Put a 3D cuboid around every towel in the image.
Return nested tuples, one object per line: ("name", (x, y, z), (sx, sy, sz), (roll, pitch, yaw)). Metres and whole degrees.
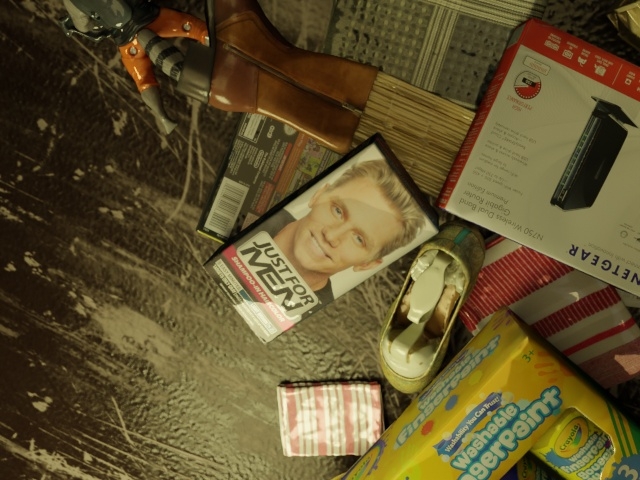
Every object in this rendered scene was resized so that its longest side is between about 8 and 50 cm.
("towel", (0.373, 0.128, 1.140), (0.237, 0.037, 0.329), (-33, 99, 18))
("towel", (0.165, -0.316, 1.093), (0.324, 0.056, 0.312), (18, 107, 2))
("towel", (0.018, 0.330, 1.262), (0.197, 0.029, 0.144), (-4, 101, 10))

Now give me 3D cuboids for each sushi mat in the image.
("sushi mat", (0.160, -0.160, 1.098), (0.316, 0.019, 0.151), (24, 108, 1))

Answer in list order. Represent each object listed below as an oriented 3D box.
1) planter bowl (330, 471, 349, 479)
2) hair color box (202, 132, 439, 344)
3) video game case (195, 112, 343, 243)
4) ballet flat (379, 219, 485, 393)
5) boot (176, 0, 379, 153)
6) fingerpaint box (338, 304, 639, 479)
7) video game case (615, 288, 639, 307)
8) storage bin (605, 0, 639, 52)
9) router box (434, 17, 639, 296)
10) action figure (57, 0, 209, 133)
("planter bowl", (0.085, 0.491, 1.251), (0.217, 0.090, 0.217), (0, 103, 2))
("hair color box", (0.000, 0.000, 1.108), (0.347, 0.105, 0.174), (-35, 99, 17))
("video game case", (-0.053, -0.088, 1.178), (0.248, 0.035, 0.275), (25, 104, 3))
("ballet flat", (0.162, 0.128, 1.114), (0.123, 0.123, 0.349), (21, 119, 4))
("boot", (-0.042, -0.295, 1.020), (0.280, 0.096, 0.264), (17, 83, -10))
("fingerpaint box", (0.292, 0.395, 1.094), (0.371, 0.163, 0.445), (40, 100, -7))
("video game case", (0.471, 0.005, 1.124), (0.183, 0.023, 0.201), (7, 104, 7))
("storage bin", (0.547, -0.279, 0.927), (0.260, 0.262, 0.123), (37, 107, -1))
("router box", (0.388, -0.118, 1.029), (0.335, 0.082, 0.301), (23, 95, -5))
("action figure", (-0.265, -0.387, 1.077), (0.341, 0.178, 0.330), (-42, 103, 18))
